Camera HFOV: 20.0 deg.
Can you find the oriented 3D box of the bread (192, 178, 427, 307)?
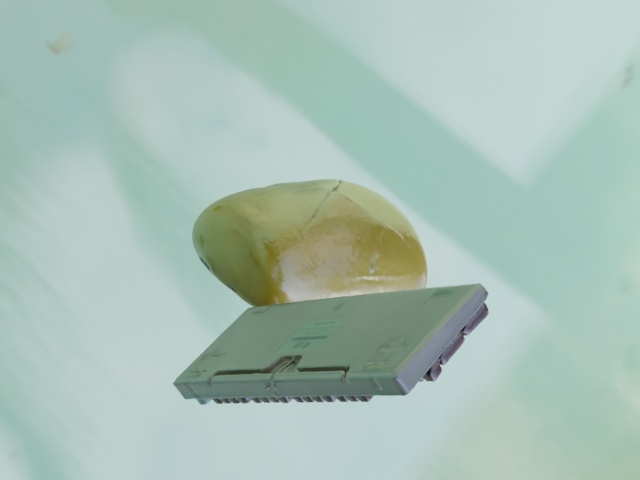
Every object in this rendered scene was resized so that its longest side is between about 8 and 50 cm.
[{"bbox_3d":[0.000,0.000,0.854,0.115,0.082,0.056,6,117,-40],"label":"bread"}]

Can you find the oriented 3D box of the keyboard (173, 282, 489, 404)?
[{"bbox_3d":[0.000,0.043,0.689,0.055,0.017,0.166,-44,-162,-27],"label":"keyboard"}]
